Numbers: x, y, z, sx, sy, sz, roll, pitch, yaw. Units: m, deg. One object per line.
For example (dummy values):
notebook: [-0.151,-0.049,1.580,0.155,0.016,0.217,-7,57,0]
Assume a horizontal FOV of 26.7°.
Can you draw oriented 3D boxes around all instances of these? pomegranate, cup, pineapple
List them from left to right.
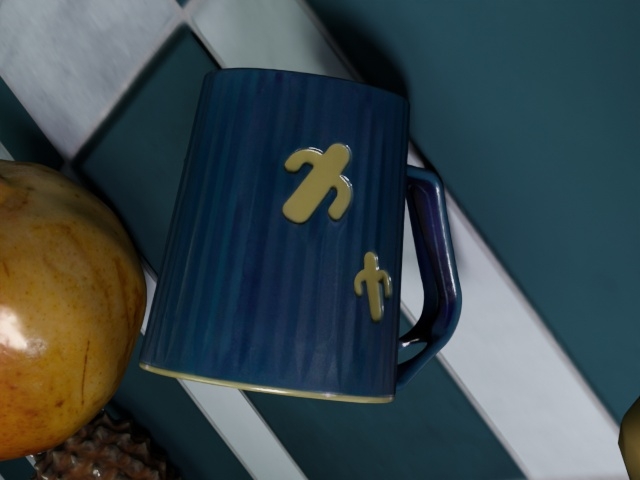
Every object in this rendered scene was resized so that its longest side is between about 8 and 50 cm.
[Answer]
pomegranate: [-0.272,0.047,1.141,0.264,0.264,0.264,40,153,25]
pineapple: [-0.270,0.231,1.510,0.361,0.175,0.175,60,159,17]
cup: [0.000,0.000,0.700,0.131,0.176,0.155,5,88,55]

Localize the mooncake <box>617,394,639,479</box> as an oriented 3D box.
mooncake: [0.256,0.159,0.378,0.394,0.246,0.393,42,148,13]
